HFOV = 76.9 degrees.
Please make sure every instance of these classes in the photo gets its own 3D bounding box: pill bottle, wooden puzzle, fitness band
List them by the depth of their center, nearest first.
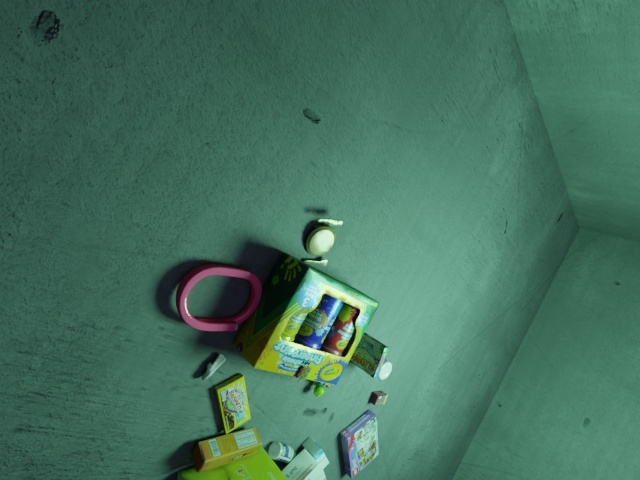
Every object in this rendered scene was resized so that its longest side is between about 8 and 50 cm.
[{"bbox_3d":[-0.314,0.181,1.272,0.290,0.054,0.209,13,97,-44],"label":"fitness band"},{"bbox_3d":[-0.058,0.461,1.414,0.049,0.006,0.083,31,91,-43],"label":"wooden puzzle"},{"bbox_3d":[-0.154,0.873,1.659,0.067,0.067,0.120,-54,132,-11],"label":"pill bottle"},{"bbox_3d":[0.240,0.552,1.820,0.086,0.152,0.086,-16,115,-36],"label":"pill bottle"}]

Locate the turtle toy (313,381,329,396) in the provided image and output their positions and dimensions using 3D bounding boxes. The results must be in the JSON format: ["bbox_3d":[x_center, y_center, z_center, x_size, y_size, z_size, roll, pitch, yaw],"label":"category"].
[{"bbox_3d":[0.009,0.589,1.694,0.095,0.066,0.130,39,79,-42],"label":"turtle toy"}]

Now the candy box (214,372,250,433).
[{"bbox_3d":[-0.311,0.583,1.443,0.105,0.027,0.206,-22,120,-36],"label":"candy box"}]

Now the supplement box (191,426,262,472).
[{"bbox_3d":[-0.331,0.744,1.441,0.233,0.080,0.078,8,124,-41],"label":"supplement box"}]

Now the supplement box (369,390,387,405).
[{"bbox_3d":[0.292,0.793,2.030,0.083,0.043,0.055,16,95,-44],"label":"supplement box"}]

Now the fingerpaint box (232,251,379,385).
[{"bbox_3d":[-0.031,0.304,1.481,0.444,0.163,0.372,32,87,-43],"label":"fingerpaint box"}]

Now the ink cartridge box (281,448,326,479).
[{"bbox_3d":[-0.090,1.015,1.680,0.207,0.119,0.354,-36,141,-26],"label":"ink cartridge box"}]

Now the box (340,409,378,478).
[{"bbox_3d":[0.200,1.022,2.027,0.200,0.057,0.294,-24,120,-33],"label":"box"}]

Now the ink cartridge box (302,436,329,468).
[{"bbox_3d":[-0.021,0.943,1.785,0.052,0.088,0.123,-38,127,-24],"label":"ink cartridge box"}]

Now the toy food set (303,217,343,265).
[{"bbox_3d":[0.000,0.000,1.492,0.132,0.038,0.192,6,113,-37],"label":"toy food set"}]

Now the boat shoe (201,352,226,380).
[{"bbox_3d":[-0.360,0.417,1.337,0.100,0.035,0.035,-44,102,-15],"label":"boat shoe"}]

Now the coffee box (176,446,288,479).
[{"bbox_3d":[-0.295,0.991,1.397,0.337,0.337,0.335,2,104,-41],"label":"coffee box"}]

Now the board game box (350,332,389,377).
[{"bbox_3d":[0.186,0.470,1.710,0.035,0.201,0.136,17,94,-43],"label":"board game box"}]
